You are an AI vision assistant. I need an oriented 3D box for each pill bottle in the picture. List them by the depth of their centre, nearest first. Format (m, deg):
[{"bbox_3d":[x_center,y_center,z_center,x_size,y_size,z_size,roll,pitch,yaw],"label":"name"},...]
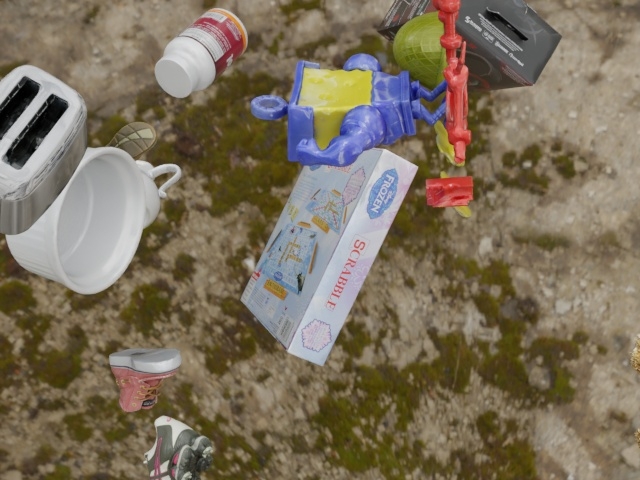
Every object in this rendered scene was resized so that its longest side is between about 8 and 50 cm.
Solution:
[{"bbox_3d":[-0.180,-0.279,1.302,0.086,0.086,0.152,21,47,17],"label":"pill bottle"}]

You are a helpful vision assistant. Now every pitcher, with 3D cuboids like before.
[{"bbox_3d":[-0.402,-0.112,1.968,0.177,0.126,0.207,-12,32,-4],"label":"pitcher"}]

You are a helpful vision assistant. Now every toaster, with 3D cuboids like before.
[{"bbox_3d":[-0.381,-0.124,1.118,0.129,0.146,0.227,34,67,-6],"label":"toaster"}]

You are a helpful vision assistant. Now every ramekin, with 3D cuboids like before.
[{"bbox_3d":[-0.460,-0.047,1.625,0.135,0.277,0.277,12,66,21],"label":"ramekin"}]

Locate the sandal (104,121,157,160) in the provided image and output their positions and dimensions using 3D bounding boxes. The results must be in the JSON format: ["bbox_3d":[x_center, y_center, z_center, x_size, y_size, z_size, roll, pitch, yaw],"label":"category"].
[{"bbox_3d":[-0.389,-0.179,1.741,0.180,0.049,0.072,-32,71,29],"label":"sandal"}]

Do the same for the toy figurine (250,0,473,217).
[{"bbox_3d":[0.035,-0.175,0.890,0.217,0.191,0.363,-4,38,7],"label":"toy figurine"}]

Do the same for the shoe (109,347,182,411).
[{"bbox_3d":[-0.241,0.198,1.221,0.063,0.178,0.081,-14,94,-36],"label":"shoe"}]

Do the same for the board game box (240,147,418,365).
[{"bbox_3d":[0.000,0.000,1.362,0.065,0.318,0.318,25,92,-20],"label":"board game box"}]

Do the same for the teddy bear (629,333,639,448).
[{"bbox_3d":[0.653,0.314,1.549,0.113,0.245,0.338,-19,59,44],"label":"teddy bear"}]

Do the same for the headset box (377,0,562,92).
[{"bbox_3d":[0.266,-0.371,1.544,0.218,0.293,0.110,33,84,-22],"label":"headset box"}]

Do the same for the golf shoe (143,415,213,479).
[{"bbox_3d":[-0.289,0.464,1.697,0.120,0.273,0.105,34,31,28],"label":"golf shoe"}]
